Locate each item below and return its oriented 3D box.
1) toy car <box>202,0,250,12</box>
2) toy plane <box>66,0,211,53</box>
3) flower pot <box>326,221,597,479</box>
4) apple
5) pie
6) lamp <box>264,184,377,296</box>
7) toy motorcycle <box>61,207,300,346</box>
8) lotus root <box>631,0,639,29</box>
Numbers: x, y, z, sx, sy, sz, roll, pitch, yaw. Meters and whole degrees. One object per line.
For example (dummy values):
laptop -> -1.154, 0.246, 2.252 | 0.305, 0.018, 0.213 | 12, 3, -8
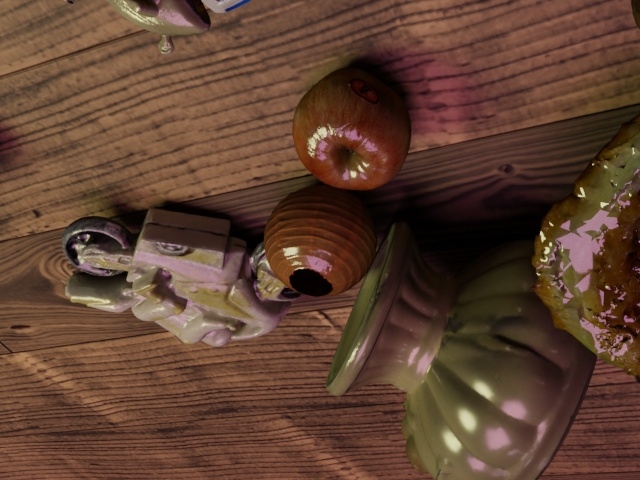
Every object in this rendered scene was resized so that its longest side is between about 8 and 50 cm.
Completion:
toy car -> -0.118, -0.281, 0.913 | 0.080, 0.070, 0.170 | -18, 132, 35
toy plane -> -0.202, -0.276, 0.856 | 0.286, 0.092, 0.108 | 39, 117, 6
flower pot -> 0.153, 0.122, 1.147 | 0.244, 0.308, 0.307 | 24, 141, -1
apple -> 0.034, -0.115, 1.045 | 0.126, 0.102, 0.126 | 7, 136, 7
pie -> 0.376, 0.008, 0.979 | 0.354, 0.103, 0.289 | 1, 117, -20
lamp -> 0.000, 0.000, 1.176 | 0.136, 0.136, 0.136 | 9, 142, 7
toy motorcycle -> -0.170, 0.057, 1.319 | 0.340, 0.108, 0.223 | 7, 136, -2
lotus root -> 0.328, -0.241, 0.746 | 0.141, 0.210, 0.314 | 10, 130, -13
